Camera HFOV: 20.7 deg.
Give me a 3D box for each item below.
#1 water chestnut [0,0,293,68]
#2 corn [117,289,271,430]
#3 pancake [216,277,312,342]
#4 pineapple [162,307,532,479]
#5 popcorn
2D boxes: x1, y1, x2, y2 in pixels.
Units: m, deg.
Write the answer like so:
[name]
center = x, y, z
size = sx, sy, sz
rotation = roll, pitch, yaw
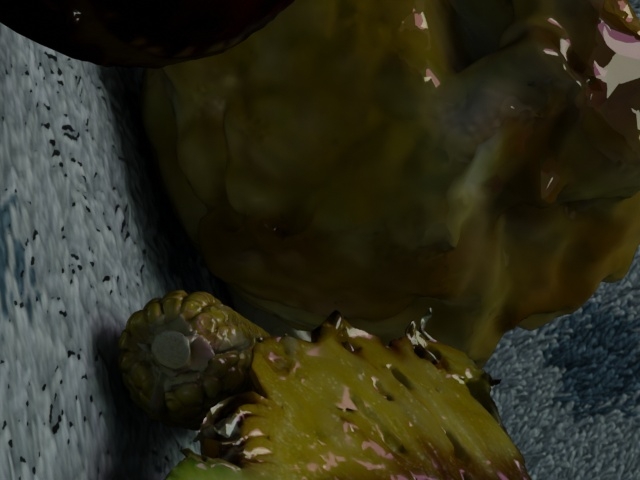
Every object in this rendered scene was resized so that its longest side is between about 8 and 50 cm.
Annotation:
[water chestnut]
center = -0.093, -0.238, 0.823
size = 0.300, 0.300, 0.300
rotation = -16, 90, -83
[corn]
center = -0.067, 0.076, 1.037
size = 0.238, 0.080, 0.080
rotation = 57, 18, -78
[pancake]
center = 0.000, 0.001, 1.509
size = 0.387, 0.082, 0.387
rotation = 50, 27, -39
[pineapple]
center = -0.024, 0.207, 0.917
size = 0.286, 0.209, 0.344
rotation = 12, 40, -31
[popcorn]
center = 0.057, -0.091, 1.263
size = 0.390, 0.344, 0.354
rotation = 31, 8, 13
